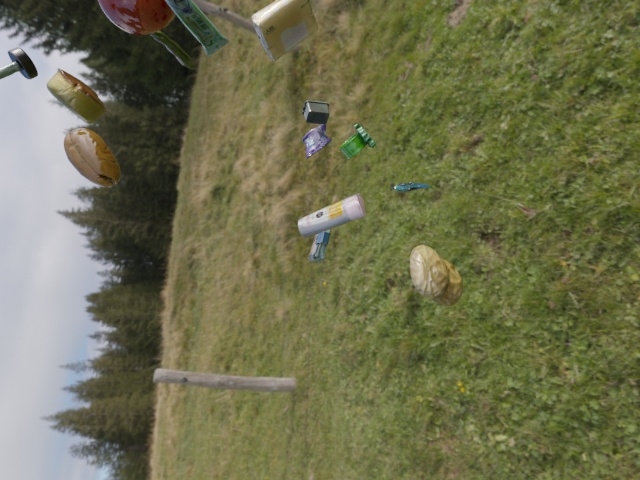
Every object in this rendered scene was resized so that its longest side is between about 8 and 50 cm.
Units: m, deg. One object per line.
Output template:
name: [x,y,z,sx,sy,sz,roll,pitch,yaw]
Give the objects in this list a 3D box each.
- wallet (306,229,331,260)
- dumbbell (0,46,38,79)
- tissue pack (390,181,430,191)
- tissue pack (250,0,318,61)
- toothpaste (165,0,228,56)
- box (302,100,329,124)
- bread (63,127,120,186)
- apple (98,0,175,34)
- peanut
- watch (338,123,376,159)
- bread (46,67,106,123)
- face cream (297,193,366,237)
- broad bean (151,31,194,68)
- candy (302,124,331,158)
wallet: [0.001,0.001,2.031,0.141,0.059,0.202,149,138,-72]
dumbbell: [-1.029,-0.537,1.409,0.191,0.100,0.100,-43,3,-28]
tissue pack: [0.305,-0.186,1.506,0.138,0.085,0.027,-151,50,-67]
tissue pack: [-0.128,-0.784,1.589,0.090,0.222,0.186,50,175,26]
toothpaste: [-0.361,-0.615,1.142,0.075,0.297,0.048,-32,48,12]
box: [-0.018,-0.574,1.980,0.084,0.123,0.069,112,153,-52]
bread: [-0.650,-0.235,1.240,0.114,0.189,0.077,-37,4,1]
apple: [-0.635,-0.856,1.539,0.216,0.261,0.260,58,-165,-45]
peanut: [0.393,0.121,1.487,0.110,0.233,0.196,-29,45,33]
watch: [0.157,-0.450,2.021,0.152,0.131,0.165,-37,15,14]
bread: [-1.150,-0.681,2.077,0.148,0.270,0.270,-51,19,-9]
face cream: [0.045,-0.093,1.705,0.269,0.073,0.107,-20,52,20]
broad bean: [-0.599,-0.783,1.792,0.065,0.254,0.046,15,80,32]
candy: [-0.020,-0.476,2.079,0.145,0.070,0.275,-37,30,15]
